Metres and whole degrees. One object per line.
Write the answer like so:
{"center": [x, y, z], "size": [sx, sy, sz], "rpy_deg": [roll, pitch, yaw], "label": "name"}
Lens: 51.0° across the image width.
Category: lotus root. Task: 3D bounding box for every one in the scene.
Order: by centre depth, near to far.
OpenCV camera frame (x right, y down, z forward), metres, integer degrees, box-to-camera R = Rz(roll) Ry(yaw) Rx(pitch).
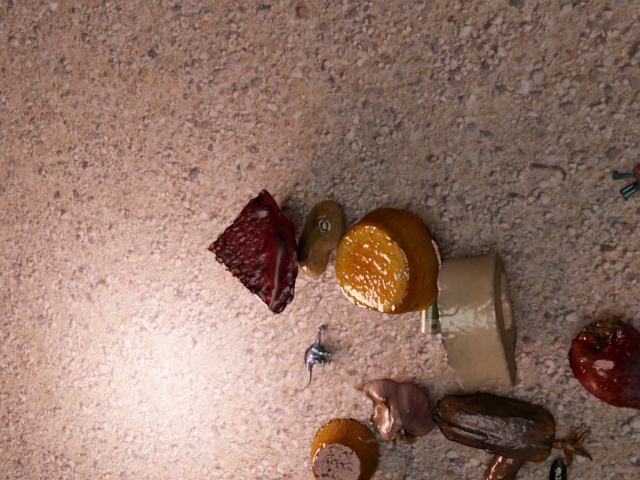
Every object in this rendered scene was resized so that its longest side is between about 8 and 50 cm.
{"center": [0.466, 0.484, 1.795], "size": [0.329, 0.078, 0.167], "rpy_deg": [9, 65, 7], "label": "lotus root"}

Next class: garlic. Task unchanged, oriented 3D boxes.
{"center": [0.190, 0.514, 1.886], "size": [0.207, 0.256, 0.207], "rpy_deg": [35, 143, 32], "label": "garlic"}

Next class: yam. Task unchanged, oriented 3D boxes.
{"center": [0.511, 0.614, 1.846], "size": [0.084, 0.084, 0.127], "rpy_deg": [27, 105, 15], "label": "yam"}

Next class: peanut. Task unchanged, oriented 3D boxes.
{"center": [0.000, 0.000, 1.929], "size": [0.120, 0.110, 0.237], "rpy_deg": [15, 107, -5], "label": "peanut"}

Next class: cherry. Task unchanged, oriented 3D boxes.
{"center": [0.730, 0.316, 1.664], "size": [0.250, 0.192, 0.175], "rpy_deg": [54, 147, -1], "label": "cherry"}

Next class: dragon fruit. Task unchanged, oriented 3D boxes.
{"center": [-0.181, 0.080, 1.907], "size": [0.240, 0.302, 0.330], "rpy_deg": [-16, 61, -16], "label": "dragon fruit"}

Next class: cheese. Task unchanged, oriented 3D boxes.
{"center": [0.410, 0.207, 1.716], "size": [0.153, 0.292, 0.332], "rpy_deg": [-7, 107, 21], "label": "cheese"}

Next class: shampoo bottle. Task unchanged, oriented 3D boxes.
{"center": [0.305, 0.154, 1.861], "size": [0.065, 0.065, 0.205], "rpy_deg": [4, 99, 20], "label": "shampoo bottle"}

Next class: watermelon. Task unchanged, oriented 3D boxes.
{"center": [0.141, 0.454, 1.968], "size": [0.085, 0.061, 0.085], "rpy_deg": [-1, 89, 25], "label": "watermelon"}

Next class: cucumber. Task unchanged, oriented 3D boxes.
{"center": [0.646, 0.696, 1.820], "size": [0.058, 0.052, 0.215], "rpy_deg": [-1, 98, 31], "label": "cucumber"}

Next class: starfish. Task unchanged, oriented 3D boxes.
{"center": [0.660, 0.554, 1.799], "size": [0.130, 0.041, 0.133], "rpy_deg": [1, 98, 22], "label": "starfish"}

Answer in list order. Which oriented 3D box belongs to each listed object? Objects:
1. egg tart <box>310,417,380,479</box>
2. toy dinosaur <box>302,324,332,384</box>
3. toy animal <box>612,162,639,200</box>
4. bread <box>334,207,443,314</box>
{"center": [0.066, 0.639, 1.969], "size": [0.215, 0.171, 0.215], "rpy_deg": [0, 87, 9], "label": "egg tart"}
{"center": [-0.011, 0.350, 2.022], "size": [0.080, 0.045, 0.197], "rpy_deg": [21, 98, 30], "label": "toy dinosaur"}
{"center": [0.817, -0.171, 1.615], "size": [0.208, 0.100, 0.103], "rpy_deg": [-22, 51, 25], "label": "toy animal"}
{"center": [0.182, 0.061, 1.809], "size": [0.312, 0.172, 0.312], "rpy_deg": [11, 107, 39], "label": "bread"}
